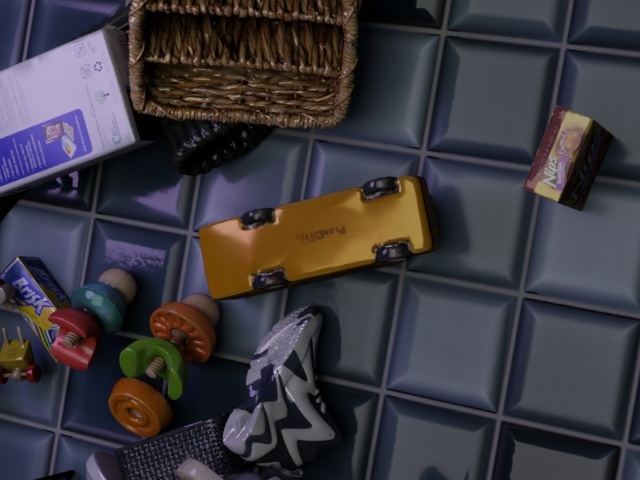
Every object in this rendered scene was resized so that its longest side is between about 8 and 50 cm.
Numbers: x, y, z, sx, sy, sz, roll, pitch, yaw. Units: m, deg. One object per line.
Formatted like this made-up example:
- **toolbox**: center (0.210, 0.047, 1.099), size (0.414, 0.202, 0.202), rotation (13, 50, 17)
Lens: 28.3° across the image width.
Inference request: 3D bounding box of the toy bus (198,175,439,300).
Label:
- **toy bus**: center (0.000, 0.000, 1.726), size (0.332, 0.130, 0.108), rotation (-13, 83, 20)

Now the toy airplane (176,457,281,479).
- **toy airplane**: center (0.015, 0.447, 1.631), size (0.384, 0.272, 0.386), rotation (4, 123, 33)

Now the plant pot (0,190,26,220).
- **plant pot**: center (-0.593, -0.093, 1.937), size (0.187, 0.167, 0.188), rotation (46, 102, 16)

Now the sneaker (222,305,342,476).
- **sneaker**: center (-0.024, 0.220, 1.758), size (0.094, 0.153, 0.235), rotation (-17, 42, 46)

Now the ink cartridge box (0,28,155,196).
- **ink cartridge box**: center (-0.400, -0.166, 1.789), size (0.332, 0.065, 0.166), rotation (-16, 89, 23)

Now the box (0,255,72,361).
- **box**: center (-0.413, 0.102, 1.918), size (0.054, 0.059, 0.169), rotation (-44, 74, 14)

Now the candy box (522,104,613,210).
- **candy box**: center (0.310, -0.099, 1.580), size (0.053, 0.186, 0.109), rotation (24, 97, 21)

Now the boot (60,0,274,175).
- **boot**: center (-0.252, -0.191, 1.829), size (0.348, 0.131, 0.260), rotation (-32, 77, 16)

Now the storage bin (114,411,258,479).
- **storage bin**: center (-0.183, 0.304, 1.789), size (0.180, 0.122, 0.084), rotation (-21, 81, 19)

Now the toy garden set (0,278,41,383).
- **toy garden set**: center (-0.527, 0.120, 1.911), size (0.203, 0.049, 0.244), rotation (-6, 100, 17)

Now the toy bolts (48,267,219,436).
- **toy bolts**: center (-0.265, 0.145, 1.849), size (0.228, 0.158, 0.218), rotation (27, 138, 10)

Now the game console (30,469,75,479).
- **game console**: center (-0.413, 0.415, 1.861), size (0.085, 0.144, 0.124), rotation (-21, 81, 20)

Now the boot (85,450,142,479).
- **boot**: center (-0.278, 0.436, 1.832), size (0.123, 0.095, 0.258), rotation (-45, 78, 12)

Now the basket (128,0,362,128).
- **basket**: center (-0.096, -0.293, 1.658), size (0.299, 0.213, 0.223), rotation (6, 68, -3)
